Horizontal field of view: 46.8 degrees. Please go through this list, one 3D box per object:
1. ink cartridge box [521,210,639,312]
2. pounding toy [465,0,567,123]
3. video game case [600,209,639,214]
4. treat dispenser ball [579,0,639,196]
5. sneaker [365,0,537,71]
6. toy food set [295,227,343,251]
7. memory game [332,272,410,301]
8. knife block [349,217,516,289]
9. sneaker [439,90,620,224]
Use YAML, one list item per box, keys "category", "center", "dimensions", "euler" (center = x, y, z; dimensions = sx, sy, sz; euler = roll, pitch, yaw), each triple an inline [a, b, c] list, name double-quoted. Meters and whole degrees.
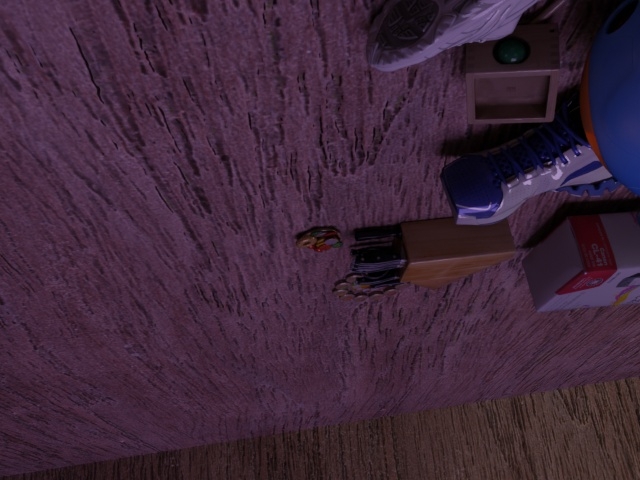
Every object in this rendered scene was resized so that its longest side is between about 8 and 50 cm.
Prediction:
- category: "ink cartridge box"
  center: [0.606, 0.043, 1.512]
  dimensions: [0.306, 0.131, 0.226]
  euler: [-3, 154, -11]
- category: "pounding toy"
  center: [0.249, -0.227, 0.926]
  dimensions: [0.130, 0.100, 0.141]
  euler: [0, 155, 13]
- category: "video game case"
  center: [0.649, 0.008, 1.639]
  dimensions: [0.203, 0.025, 0.285]
  euler: [-6, 155, -8]
- category: "treat dispenser ball"
  center: [0.451, -0.176, 0.856]
  dimensions: [0.288, 0.288, 0.288]
  euler: [-8, 155, -4]
- category: "sneaker"
  center: [0.162, -0.249, 0.838]
  dimensions: [0.232, 0.091, 0.115]
  euler: [-24, 155, 30]
- category: "toy food set"
  center: [0.000, 0.000, 1.387]
  dimensions: [0.082, 0.020, 0.083]
  euler: [-21, 153, 22]
- category: "memory game"
  center: [0.117, 0.101, 1.656]
  dimensions: [0.186, 0.012, 0.186]
  euler: [-8, 155, -4]
- category: "knife block"
  center: [0.196, 0.013, 1.406]
  dimensions: [0.275, 0.088, 0.242]
  euler: [-26, 151, 33]
- category: "sneaker"
  center: [0.341, -0.140, 1.114]
  dimensions: [0.315, 0.128, 0.182]
  euler: [-13, 152, -9]
